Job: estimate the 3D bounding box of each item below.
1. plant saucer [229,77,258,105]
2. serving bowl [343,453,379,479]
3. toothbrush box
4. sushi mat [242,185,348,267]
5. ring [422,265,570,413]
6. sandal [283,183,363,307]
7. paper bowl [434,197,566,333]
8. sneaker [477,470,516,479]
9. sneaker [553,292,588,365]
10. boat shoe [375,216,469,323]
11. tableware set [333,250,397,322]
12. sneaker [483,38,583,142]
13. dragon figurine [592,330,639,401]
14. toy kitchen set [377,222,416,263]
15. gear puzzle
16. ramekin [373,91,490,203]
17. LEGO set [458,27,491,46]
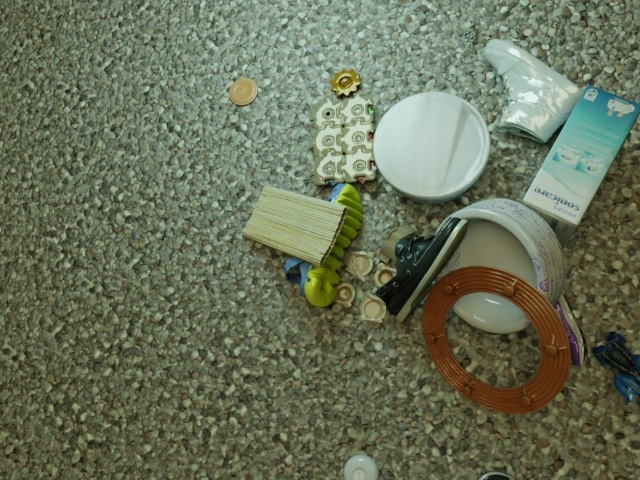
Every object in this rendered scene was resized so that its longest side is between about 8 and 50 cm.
[{"bbox_3d":[-0.215,-0.416,1.707,0.084,0.013,0.083,-3,75,13],"label":"plant saucer"},{"bbox_3d":[0.090,0.531,1.389,0.084,0.027,0.083,-3,77,13],"label":"serving bowl"},{"bbox_3d":[0.562,-0.153,1.351,0.126,0.216,0.295,28,85,19],"label":"toothbrush box"},{"bbox_3d":[-0.070,-0.042,1.496,0.317,0.019,0.151,19,83,46],"label":"sushi mat"},{"bbox_3d":[0.355,0.216,1.293,0.337,0.032,0.336,16,115,38],"label":"ring"},{"bbox_3d":[0.000,0.000,1.500,0.138,0.126,0.317,11,70,40],"label":"sandal"},{"bbox_3d":[0.393,0.047,1.332,0.148,0.284,0.284,-22,66,-38],"label":"paper bowl"},{"bbox_3d":[0.426,0.574,1.262,0.235,0.097,0.084,42,88,19],"label":"sneaker"},{"bbox_3d":[0.539,0.201,1.358,0.071,0.068,0.169,-27,62,22],"label":"sneaker"},{"bbox_3d":[0.207,0.049,1.333,0.113,0.340,0.127,40,56,15],"label":"boat shoe"},{"bbox_3d":[0.111,0.112,1.490,0.141,0.020,0.168,22,87,19],"label":"tableware set"},{"bbox_3d":[0.469,-0.357,1.481,0.169,0.108,0.292,-49,58,10],"label":"sneaker"},{"bbox_3d":[0.653,0.288,1.227,0.144,0.289,0.085,32,107,-9],"label":"dragon figurine"},{"bbox_3d":[0.198,0.018,1.492,0.068,0.075,0.083,41,128,22],"label":"toy kitchen set"},{"bbox_3d":[0.059,-0.298,1.602,0.176,0.044,0.338,-5,72,14],"label":"gear puzzle"},{"bbox_3d":[0.270,-0.211,1.481,0.273,0.127,0.272,-3,75,13],"label":"ramekin"},{"bbox_3d":[0.400,-0.531,1.584,0.083,0.023,0.054,-4,75,13],"label":"LEGO set"}]
